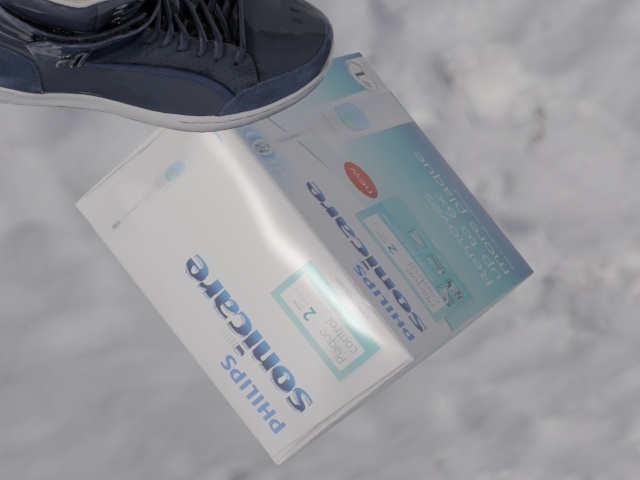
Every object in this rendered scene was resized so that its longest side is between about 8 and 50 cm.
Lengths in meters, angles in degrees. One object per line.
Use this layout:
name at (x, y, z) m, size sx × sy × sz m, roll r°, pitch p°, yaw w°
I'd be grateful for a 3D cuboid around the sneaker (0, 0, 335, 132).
sneaker at (-0.077, -0.122, 0.984) m, size 0.226 × 0.086 × 0.163 m, roll -2°, pitch 162°, yaw -23°

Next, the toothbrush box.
toothbrush box at (0.000, 0.000, 1.319) m, size 0.126 × 0.216 × 0.295 m, roll -40°, pitch 173°, yaw 23°
